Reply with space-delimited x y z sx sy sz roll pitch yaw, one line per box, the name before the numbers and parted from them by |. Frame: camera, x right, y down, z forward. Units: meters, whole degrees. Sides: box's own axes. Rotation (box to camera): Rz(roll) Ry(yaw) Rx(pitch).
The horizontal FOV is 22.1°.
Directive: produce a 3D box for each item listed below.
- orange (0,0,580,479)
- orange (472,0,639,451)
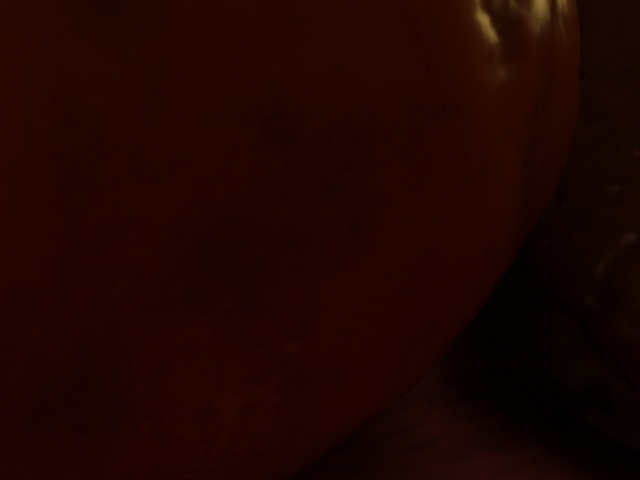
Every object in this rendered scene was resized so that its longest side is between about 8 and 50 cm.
orange | -0.071 -0.049 0.450 0.284 0.226 0.284 4 28 -2
orange | 0.178 -0.034 0.603 0.262 0.196 0.334 21 16 -7
